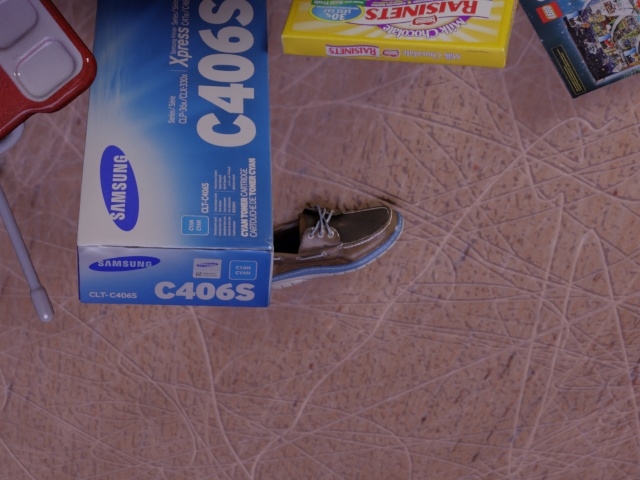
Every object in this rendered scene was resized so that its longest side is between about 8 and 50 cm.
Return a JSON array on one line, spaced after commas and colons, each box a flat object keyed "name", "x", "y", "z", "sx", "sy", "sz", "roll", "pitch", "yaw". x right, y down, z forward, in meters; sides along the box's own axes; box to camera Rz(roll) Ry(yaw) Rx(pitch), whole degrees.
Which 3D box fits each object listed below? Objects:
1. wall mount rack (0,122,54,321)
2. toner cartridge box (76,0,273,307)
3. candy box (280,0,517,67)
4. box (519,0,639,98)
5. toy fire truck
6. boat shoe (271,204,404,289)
[{"name": "wall mount rack", "x": -0.441, "y": -0.018, "z": 1.729, "sx": 0.350, "sy": 0.130, "sz": 0.304, "roll": -19, "pitch": 135, "yaw": 17}, {"name": "toner cartridge box", "x": -0.127, "y": -0.093, "z": 1.508, "sx": 0.165, "sy": 0.348, "sz": 0.075, "roll": 1, "pitch": 136, "yaw": -5}, {"name": "candy box", "x": 0.074, "y": -0.206, "z": 1.543, "sx": 0.205, "sy": 0.105, "sz": 0.027, "roll": 5, "pitch": 139, "yaw": 11}, {"name": "box", "x": 0.267, "y": -0.250, "z": 1.583, "sx": 0.159, "sy": 0.044, "sz": 0.233, "roll": -20, "pitch": 134, "yaw": 18}, {"name": "toy fire truck", "x": -0.375, "y": -0.194, "z": 1.487, "sx": 0.254, "sy": 0.169, "sz": 0.302, "roll": -37, "pitch": 87, "yaw": 2}, {"name": "boat shoe", "x": 0.000, "y": 0.000, "z": 1.820, "sx": 0.183, "sy": 0.066, "sz": 0.066, "roll": -22, "pitch": 132, "yaw": 19}]
